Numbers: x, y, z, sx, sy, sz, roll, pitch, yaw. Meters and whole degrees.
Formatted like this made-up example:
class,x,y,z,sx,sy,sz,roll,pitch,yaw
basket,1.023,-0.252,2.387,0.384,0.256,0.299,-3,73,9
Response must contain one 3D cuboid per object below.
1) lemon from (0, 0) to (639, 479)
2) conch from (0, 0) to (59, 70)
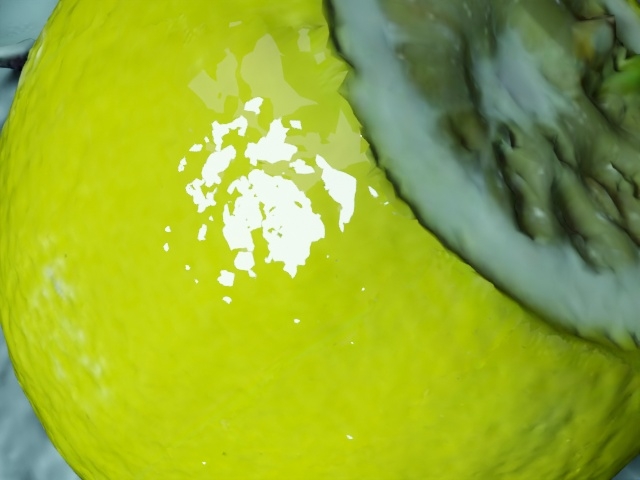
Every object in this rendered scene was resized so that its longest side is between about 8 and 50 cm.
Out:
class,x,y,z,sx,sy,sz,roll,pitch,yaw
lemon,0.000,0.000,0.608,0.219,0.240,0.240,-37,49,37
conch,-0.142,-0.199,0.840,0.275,0.183,0.149,-57,12,-11
